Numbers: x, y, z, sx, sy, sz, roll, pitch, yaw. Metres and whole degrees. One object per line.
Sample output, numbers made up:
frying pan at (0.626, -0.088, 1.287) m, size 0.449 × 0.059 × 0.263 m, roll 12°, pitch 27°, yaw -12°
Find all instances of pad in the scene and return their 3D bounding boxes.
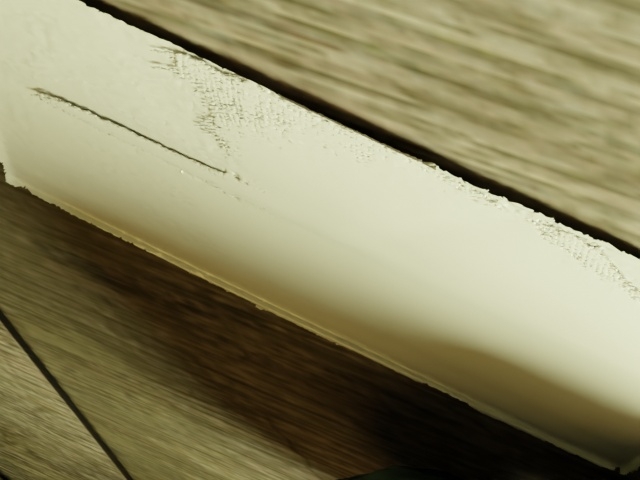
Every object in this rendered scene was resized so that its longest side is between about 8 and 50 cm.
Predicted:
pad at (0.000, 0.000, 0.442) m, size 0.232 × 0.004 × 0.156 m, roll 25°, pitch 159°, yaw 7°

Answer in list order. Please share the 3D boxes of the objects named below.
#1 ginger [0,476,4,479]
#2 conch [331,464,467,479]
ginger at (-0.280, 0.208, 1.081) m, size 0.138 × 0.152 × 0.267 m, roll -9°, pitch 166°, yaw 16°
conch at (0.065, 0.158, 0.521) m, size 0.220 × 0.195 × 0.277 m, roll 16°, pitch 142°, yaw -28°
